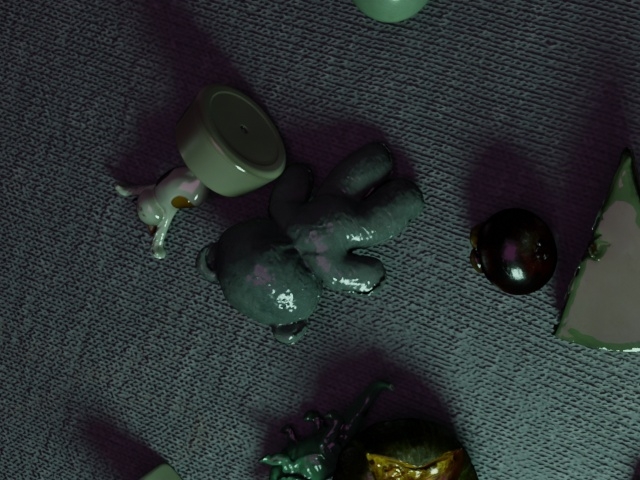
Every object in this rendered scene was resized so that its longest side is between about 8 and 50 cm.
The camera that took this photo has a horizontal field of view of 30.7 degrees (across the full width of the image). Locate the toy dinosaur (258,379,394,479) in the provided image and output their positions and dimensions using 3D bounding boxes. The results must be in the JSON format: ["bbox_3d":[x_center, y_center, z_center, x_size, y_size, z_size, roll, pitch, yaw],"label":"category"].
[{"bbox_3d":[-0.004,0.308,1.828,0.120,0.079,0.292,32,103,4],"label":"toy dinosaur"}]

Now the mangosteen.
[{"bbox_3d":[0.276,0.016,1.711,0.140,0.140,0.140,1,96,14],"label":"mangosteen"}]

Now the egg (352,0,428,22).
[{"bbox_3d":[0.103,-0.413,1.687,0.149,0.149,0.192,0,91,15],"label":"egg"}]

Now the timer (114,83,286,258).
[{"bbox_3d":[-0.203,-0.098,1.814,0.266,0.175,0.175,-38,85,30],"label":"timer"}]

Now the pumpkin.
[{"bbox_3d":[0.126,0.384,1.753,0.238,0.159,0.238,0,83,-3],"label":"pumpkin"}]

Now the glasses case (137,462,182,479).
[{"bbox_3d":[-0.196,0.507,1.867,0.070,0.131,0.313,-41,85,14],"label":"glasses case"}]

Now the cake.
[{"bbox_3d":[0.455,0.025,1.644,0.172,0.158,0.283,20,97,11],"label":"cake"}]

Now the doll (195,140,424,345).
[{"bbox_3d":[-0.002,0.004,1.777,0.340,0.158,0.246,-39,76,-13],"label":"doll"}]
